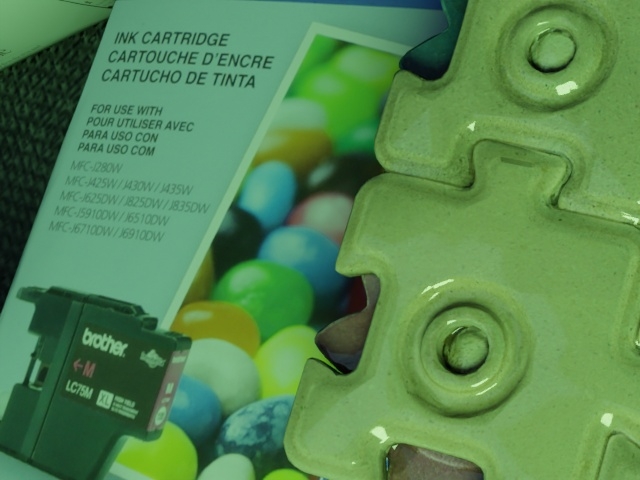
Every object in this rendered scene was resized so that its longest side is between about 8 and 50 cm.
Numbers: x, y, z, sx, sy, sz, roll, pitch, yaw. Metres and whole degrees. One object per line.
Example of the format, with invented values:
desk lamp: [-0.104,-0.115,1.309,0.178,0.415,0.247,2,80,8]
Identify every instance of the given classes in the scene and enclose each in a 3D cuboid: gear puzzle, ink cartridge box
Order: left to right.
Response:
ink cartridge box: [0.000,0.000,0.560,0.186,0.065,0.311,7,69,32]
gear puzzle: [0.168,0.016,0.428,0.339,0.044,0.175,13,81,22]

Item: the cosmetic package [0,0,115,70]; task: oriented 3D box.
cosmetic package: [-0.117,-0.125,0.745,0.239,0.099,0.060,-19,70,41]
